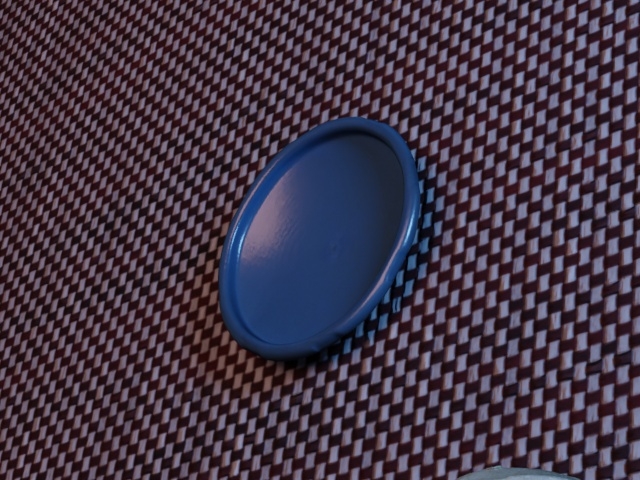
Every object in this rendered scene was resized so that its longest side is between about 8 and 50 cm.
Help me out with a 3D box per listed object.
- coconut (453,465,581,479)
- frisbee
[{"bbox_3d":[0.161,0.318,1.436,0.237,0.237,0.266,-34,43,25],"label":"coconut"},{"bbox_3d":[0.004,0.002,2.000,0.289,0.049,0.289,-26,49,34],"label":"frisbee"}]
